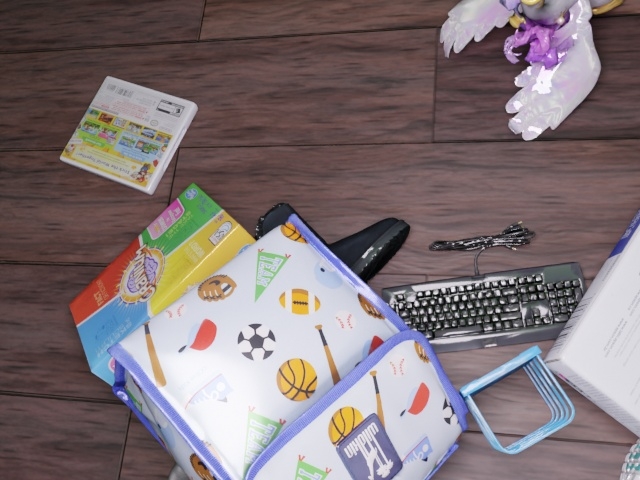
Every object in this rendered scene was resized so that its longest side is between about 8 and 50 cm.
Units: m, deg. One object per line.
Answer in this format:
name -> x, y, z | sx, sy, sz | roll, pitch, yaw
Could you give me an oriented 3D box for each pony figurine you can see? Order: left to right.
pony figurine -> 0.380, -0.388, 1.041 | 0.351, 0.363, 0.303 | -38, 73, 15

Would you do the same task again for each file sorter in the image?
file sorter -> 0.273, 0.232, 0.902 | 0.118, 0.170, 0.104 | -30, 71, 1

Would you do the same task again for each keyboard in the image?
keyboard -> 0.258, 0.073, 1.037 | 0.317, 0.033, 0.201 | -9, 69, 9

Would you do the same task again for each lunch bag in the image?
lunch bag -> -0.032, 0.210, 0.846 | 0.328, 0.239, 0.385 | -37, 76, -27

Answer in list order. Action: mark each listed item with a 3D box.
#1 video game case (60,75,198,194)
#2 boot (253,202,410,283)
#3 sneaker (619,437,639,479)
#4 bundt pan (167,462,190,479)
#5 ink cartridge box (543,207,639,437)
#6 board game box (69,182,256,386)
video game case -> -0.389, -0.217, 1.295 | 0.227, 0.026, 0.206 | 20, 76, 18
boot -> 0.000, 0.000, 1.087 | 0.246, 0.094, 0.207 | -45, 71, 1
sneaker -> 0.458, 0.346, 0.884 | 0.076, 0.065, 0.166 | 27, 81, 4
bundt pan -> -0.094, 0.408, 0.948 | 0.331, 0.124, 0.330 | -4, 70, 11
ink cartridge box -> 0.530, 0.142, 0.887 | 0.330, 0.071, 0.324 | 39, 73, 4
board game box -> -0.272, 0.064, 1.083 | 0.316, 0.064, 0.242 | -46, 35, -6
